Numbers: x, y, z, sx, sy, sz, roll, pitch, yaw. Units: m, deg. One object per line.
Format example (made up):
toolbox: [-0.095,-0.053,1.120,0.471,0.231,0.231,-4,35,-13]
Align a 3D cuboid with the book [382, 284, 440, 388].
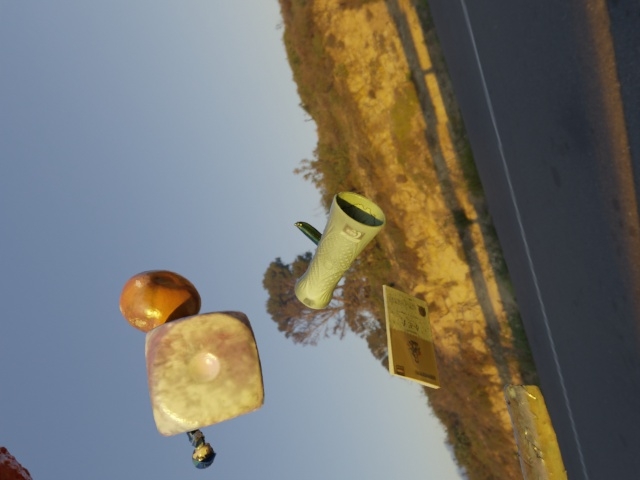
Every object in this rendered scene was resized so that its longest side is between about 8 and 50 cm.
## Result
book: [0.190,0.199,0.877,0.139,0.016,0.198,25,-133,-29]

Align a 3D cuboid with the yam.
yam: [0.378,0.401,0.689,0.068,0.071,0.316,8,-118,-28]

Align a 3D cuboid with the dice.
dice: [-0.307,0.349,1.116,0.271,0.271,0.269,125,133,-64]

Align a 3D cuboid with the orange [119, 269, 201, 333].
orange: [-0.493,0.195,1.288,0.240,0.241,0.171,-64,-5,-71]

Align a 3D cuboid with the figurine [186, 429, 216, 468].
figurine: [-0.405,0.689,1.393,0.149,0.087,0.086,62,-175,3]

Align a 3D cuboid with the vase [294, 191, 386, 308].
vase: [0.025,0.027,0.747,0.096,0.219,0.096,19,-146,-13]

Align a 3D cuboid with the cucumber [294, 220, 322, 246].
cucumber: [0.000,0.000,1.089,0.036,0.033,0.184,21,163,51]

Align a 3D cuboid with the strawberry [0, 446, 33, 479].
strawberry: [-0.660,0.516,0.788,0.250,0.289,0.238,-88,20,-78]
